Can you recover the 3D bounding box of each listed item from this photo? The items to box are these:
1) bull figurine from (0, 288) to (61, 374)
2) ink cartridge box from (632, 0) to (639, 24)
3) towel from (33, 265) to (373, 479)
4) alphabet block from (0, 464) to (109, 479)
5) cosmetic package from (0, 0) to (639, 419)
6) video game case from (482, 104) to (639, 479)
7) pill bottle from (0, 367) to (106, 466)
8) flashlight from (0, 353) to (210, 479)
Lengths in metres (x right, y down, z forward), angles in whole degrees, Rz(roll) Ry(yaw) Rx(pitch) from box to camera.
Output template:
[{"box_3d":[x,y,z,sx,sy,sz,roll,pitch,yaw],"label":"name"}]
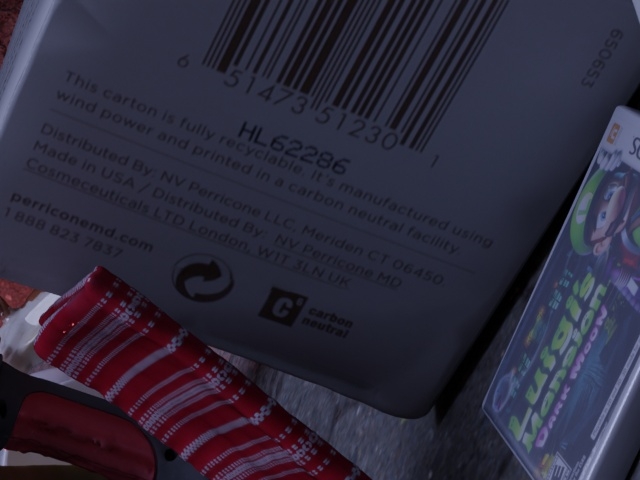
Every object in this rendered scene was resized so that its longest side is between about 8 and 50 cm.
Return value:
[{"box_3d":[-0.152,0.032,1.612,0.188,0.310,0.101,-17,97,60],"label":"bull figurine"},{"box_3d":[0.222,-0.193,0.822,0.153,0.087,0.208,-90,24,-57],"label":"ink cartridge box"},{"box_3d":[-0.045,0.122,1.040,0.031,0.275,0.199,-53,8,-20],"label":"towel"},{"box_3d":[-0.205,0.303,1.362,0.197,0.193,0.192,51,120,38],"label":"alphabet block"},{"box_3d":[-0.011,-0.163,1.173,0.393,0.329,0.327,-88,23,-56],"label":"cosmetic package"},{"box_3d":[0.147,0.034,0.921,0.173,0.022,0.190,-121,53,-73],"label":"video game case"},{"box_3d":[-0.256,0.247,1.741,0.408,0.229,0.229,145,144,-66],"label":"pill bottle"},{"box_3d":[-0.163,0.162,1.341,0.103,0.304,0.103,146,141,-66],"label":"flashlight"}]
